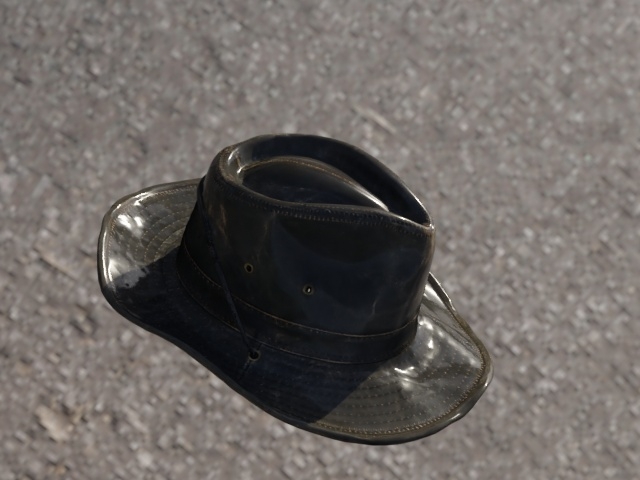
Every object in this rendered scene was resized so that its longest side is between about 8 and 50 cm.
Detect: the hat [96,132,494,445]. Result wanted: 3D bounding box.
[{"bbox_3d":[0.000,0.000,1.170,0.331,0.134,0.331,18,29,-10],"label":"hat"}]
